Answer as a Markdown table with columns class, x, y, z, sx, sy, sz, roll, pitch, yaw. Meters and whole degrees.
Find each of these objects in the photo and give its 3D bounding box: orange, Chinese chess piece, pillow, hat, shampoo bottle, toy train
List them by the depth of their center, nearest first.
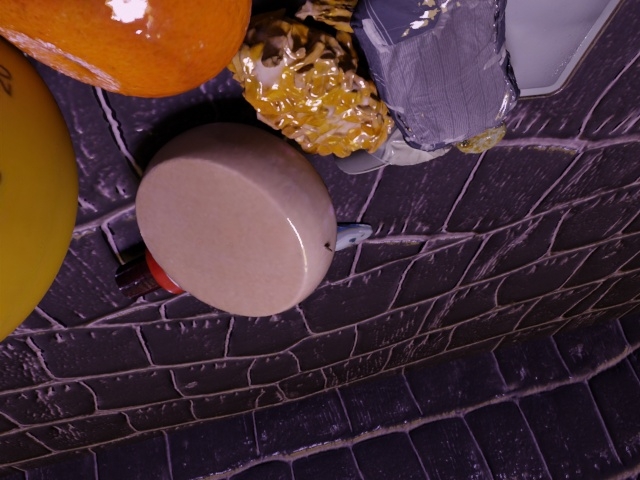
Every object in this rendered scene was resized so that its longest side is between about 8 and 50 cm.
| class | x | y | z | sx | sy | sz | roll | pitch | yaw |
| --- | --- | --- | --- | --- | --- | --- | --- | --- | --- |
| orange | -0.154 | -0.203 | 0.472 | 0.224 | 0.170 | 0.224 | 22 | 177 | 1 |
| pillow | 0.133 | -0.200 | 0.694 | 0.162 | 0.092 | 0.335 | -27 | 149 | 8 |
| Chinese chess piece | -0.108 | -0.022 | 0.837 | 0.274 | 0.102 | 0.273 | 15 | 131 | 18 |
| hat | 0.101 | -0.145 | 0.931 | 0.166 | 0.081 | 0.122 | -9 | -162 | 18 |
| shampoo bottle | -0.199 | 0.017 | 1.020 | 0.278 | 0.104 | 0.104 | -24 | 154 | 16 |
| toy train | 0.000 | 0.000 | 1.172 | 0.234 | 0.051 | 0.052 | -1 | 155 | -31 |

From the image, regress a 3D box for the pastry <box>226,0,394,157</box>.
| class | x | y | z | sx | sy | sz | roll | pitch | yaw |
| --- | --- | --- | --- | --- | --- | --- | --- | --- | --- |
| pastry | -0.001 | -0.180 | 0.733 | 0.154 | 0.102 | 0.250 | -18 | 157 | 18 |

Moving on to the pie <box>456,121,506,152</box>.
| class | x | y | z | sx | sy | sz | roll | pitch | yaw |
| --- | --- | --- | --- | --- | --- | --- | --- | --- | --- |
| pie | 0.257 | -0.166 | 1.025 | 0.085 | 0.017 | 0.085 | -12 | 154 | -6 |

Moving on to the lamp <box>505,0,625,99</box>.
| class | x | y | z | sx | sy | sz | roll | pitch | yaw |
| --- | --- | --- | --- | --- | --- | --- | --- | --- | --- |
| lamp | 0.230 | -0.262 | 0.774 | 0.269 | 0.047 | 0.266 | -9 | 155 | -15 |

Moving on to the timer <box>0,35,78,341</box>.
| class | x | y | z | sx | sy | sz | roll | pitch | yaw |
| --- | --- | --- | --- | --- | --- | --- | --- | --- | --- |
| timer | -0.393 | -0.057 | 0.475 | 0.376 | 0.376 | 0.387 | -31 | 146 | 28 |
